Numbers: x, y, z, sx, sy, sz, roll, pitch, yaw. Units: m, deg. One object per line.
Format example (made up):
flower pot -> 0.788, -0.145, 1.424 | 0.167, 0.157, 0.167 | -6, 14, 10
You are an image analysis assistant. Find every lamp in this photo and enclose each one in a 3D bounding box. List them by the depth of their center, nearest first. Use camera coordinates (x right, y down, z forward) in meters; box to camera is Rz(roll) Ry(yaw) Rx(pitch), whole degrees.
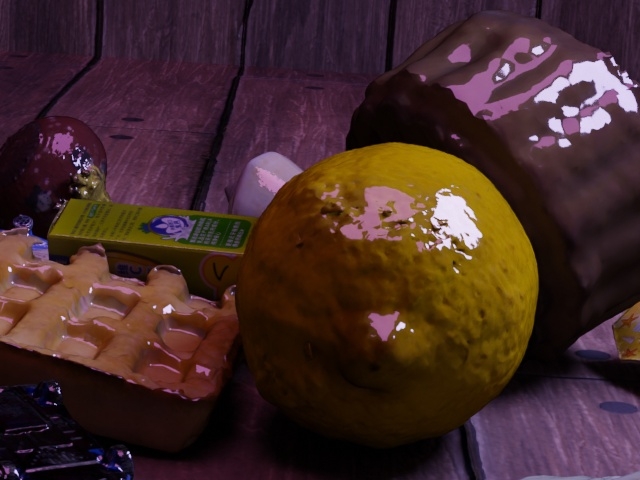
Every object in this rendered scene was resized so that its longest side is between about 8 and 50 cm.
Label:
lamp -> -0.303, -0.061, 2.155 | 0.135, 0.156, 0.157 | 39, 31, -32

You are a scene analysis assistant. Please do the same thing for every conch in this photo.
conch -> -0.007, 0.009, 2.027 | 0.255, 0.127, 0.158 | 41, 18, 28

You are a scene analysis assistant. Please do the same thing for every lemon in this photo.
lemon -> 0.053, 0.045, 1.539 | 0.245, 0.245, 0.320 | 5, 17, 7

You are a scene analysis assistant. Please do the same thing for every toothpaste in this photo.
toothpaste -> -0.092, 0.039, 1.780 | 0.327, 0.110, 0.077 | 6, 32, 8

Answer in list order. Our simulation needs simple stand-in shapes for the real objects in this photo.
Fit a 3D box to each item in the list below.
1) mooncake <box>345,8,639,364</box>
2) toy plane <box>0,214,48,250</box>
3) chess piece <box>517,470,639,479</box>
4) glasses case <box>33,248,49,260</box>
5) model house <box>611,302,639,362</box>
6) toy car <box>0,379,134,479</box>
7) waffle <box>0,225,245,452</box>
mooncake -> 0.165, -0.043, 1.764 | 0.187, 0.324, 0.324 | -31, 30, -28
toy plane -> -0.299, 0.012, 2.026 | 0.167, 0.054, 0.062 | 0, 38, -10
chess piece -> 0.248, 0.185, 1.246 | 0.298, 0.176, 0.176 | -5, 9, 22
glasses case -> -0.277, 0.039, 1.888 | 0.081, 0.051, 0.204 | 14, 16, 42
model house -> 0.403, 0.093, 1.758 | 0.207, 0.136, 0.219 | -47, 20, -22
toy car -> -0.209, 0.159, 1.357 | 0.103, 0.063, 0.216 | -5, 21, -31
waffle -> -0.234, 0.072, 1.607 | 0.348, 0.077, 0.304 | 14, 16, 5
